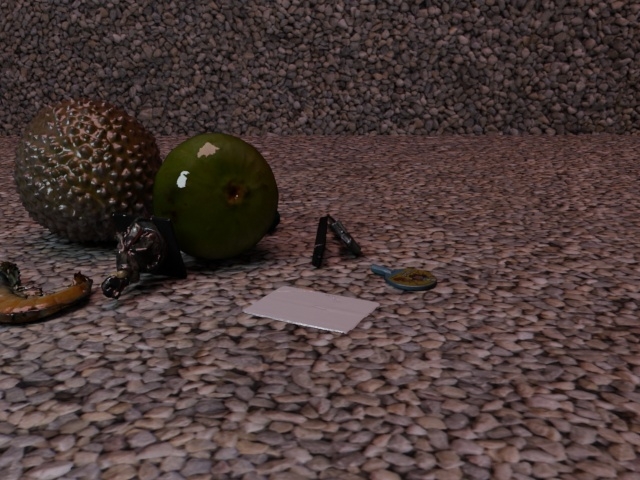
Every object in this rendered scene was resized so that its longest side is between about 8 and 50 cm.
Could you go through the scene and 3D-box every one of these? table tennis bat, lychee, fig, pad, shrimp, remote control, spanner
[{"bbox_3d":[0.173,0.076,1.474,0.155,0.019,0.100,16,25,39],"label":"table tennis bat"},{"bbox_3d":[-0.587,-0.175,1.798,0.380,0.380,0.432,-8,34,-20],"label":"lychee"},{"bbox_3d":[-0.262,-0.097,1.648,0.316,0.316,0.316,-2,17,1],"label":"fig"},{"bbox_3d":[-0.016,0.130,1.345,0.232,0.004,0.156,8,19,29],"label":"pad"},{"bbox_3d":[-0.589,0.092,1.440,0.222,0.054,0.290,-12,24,-27],"label":"shrimp"},{"bbox_3d":[0.000,0.000,1.661,0.025,0.063,0.245,10,17,-1],"label":"remote control"},{"bbox_3d":[0.048,-0.028,1.751,0.026,0.093,0.325,-38,13,1],"label":"spanner"}]

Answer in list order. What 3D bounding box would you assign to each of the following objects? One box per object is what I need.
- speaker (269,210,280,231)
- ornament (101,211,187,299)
[{"bbox_3d":[-0.160,-0.056,1.859,0.094,0.060,0.075,3,17,15],"label":"speaker"},{"bbox_3d":[-0.405,0.053,1.447,0.153,0.166,0.196,4,33,23],"label":"ornament"}]
